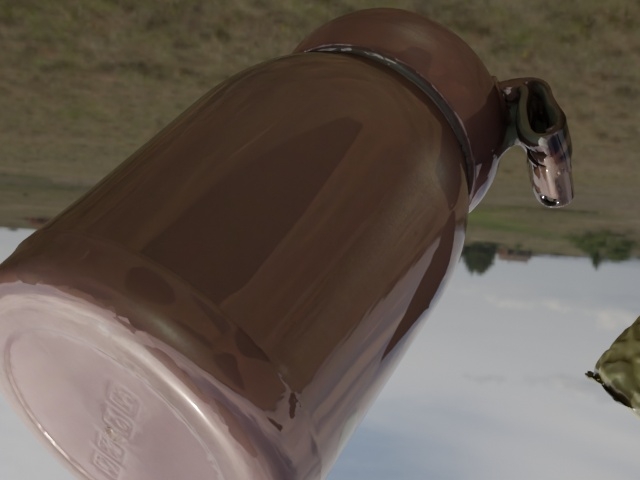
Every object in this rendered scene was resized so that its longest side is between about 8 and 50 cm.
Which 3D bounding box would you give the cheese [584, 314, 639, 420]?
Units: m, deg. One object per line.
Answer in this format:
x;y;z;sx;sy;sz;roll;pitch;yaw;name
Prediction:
0.279;0.068;0.653;0.123;0.167;0.094;40;-176;-33;cheese

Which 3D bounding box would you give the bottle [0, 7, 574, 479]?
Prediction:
0.000;0.000;0.482;0.206;0.173;0.297;9;-140;32;bottle
